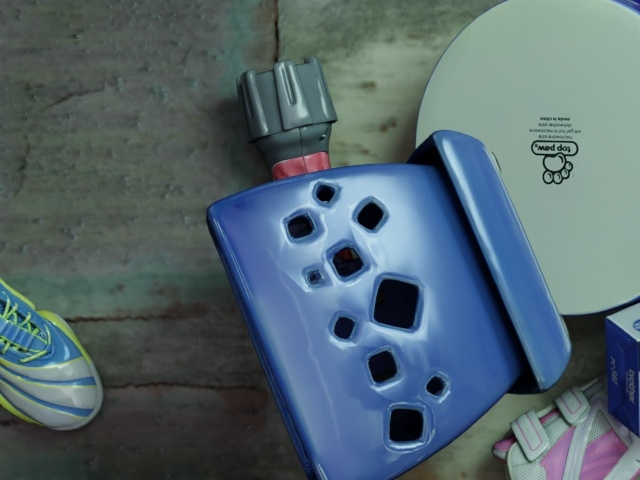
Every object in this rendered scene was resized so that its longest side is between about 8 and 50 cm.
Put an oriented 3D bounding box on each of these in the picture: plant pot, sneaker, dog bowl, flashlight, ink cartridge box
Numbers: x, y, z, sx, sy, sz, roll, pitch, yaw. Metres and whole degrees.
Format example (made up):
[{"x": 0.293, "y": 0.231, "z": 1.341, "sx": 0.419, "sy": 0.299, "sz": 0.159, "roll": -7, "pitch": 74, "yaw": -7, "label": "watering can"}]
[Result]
[{"x": 0.052, "y": 0.050, "z": 1.356, "sx": 0.212, "sy": 0.236, "sz": 0.236, "roll": -22, "pitch": 87, "yaw": -6, "label": "plant pot"}, {"x": -0.285, "y": 0.071, "z": 1.510, "sx": 0.240, "sy": 0.126, "sz": 0.091, "roll": 42, "pitch": 89, "yaw": 3, "label": "sneaker"}, {"x": 0.212, "y": -0.073, "z": 1.456, "sx": 0.265, "sy": 0.104, "sz": 0.265, "roll": 5, "pitch": 99, "yaw": 33, "label": "dog bowl"}, {"x": 0.000, "y": 0.000, "z": 1.514, "sx": 0.103, "sy": 0.103, "sz": 0.304, "roll": -12, "pitch": 92, "yaw": 35, "label": "flashlight"}, {"x": 0.207, "y": 0.174, "z": 1.505, "sx": 0.111, "sy": 0.103, "sz": 0.252, "roll": 28, "pitch": 87, "yaw": 1, "label": "sneaker"}, {"x": 0.324, "y": 0.073, "z": 1.437, "sx": 0.207, "sy": 0.046, "sz": 0.097, "roll": -22, "pitch": 125, "yaw": -21, "label": "ink cartridge box"}]
